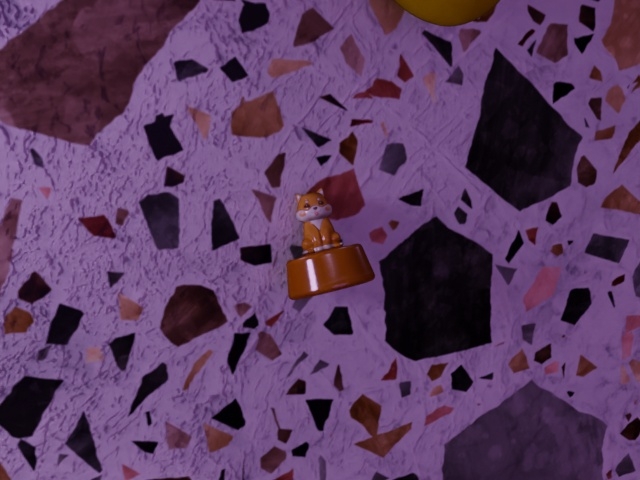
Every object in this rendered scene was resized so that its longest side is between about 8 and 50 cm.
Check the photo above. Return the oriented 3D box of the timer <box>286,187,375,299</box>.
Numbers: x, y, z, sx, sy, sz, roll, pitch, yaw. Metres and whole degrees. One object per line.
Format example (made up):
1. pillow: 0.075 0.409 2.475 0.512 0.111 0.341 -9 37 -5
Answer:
1. timer: 0.000 0.000 1.395 0.132 0.132 0.152 -14 89 -23

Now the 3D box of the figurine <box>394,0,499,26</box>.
1. figurine: 0.216 -0.460 1.314 0.215 0.187 0.343 41 79 -22
